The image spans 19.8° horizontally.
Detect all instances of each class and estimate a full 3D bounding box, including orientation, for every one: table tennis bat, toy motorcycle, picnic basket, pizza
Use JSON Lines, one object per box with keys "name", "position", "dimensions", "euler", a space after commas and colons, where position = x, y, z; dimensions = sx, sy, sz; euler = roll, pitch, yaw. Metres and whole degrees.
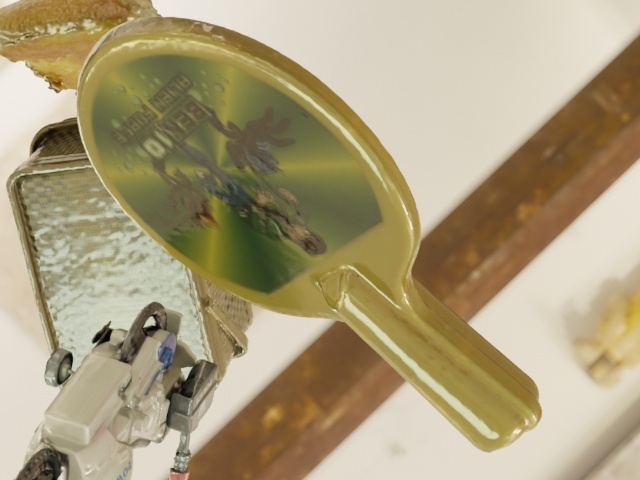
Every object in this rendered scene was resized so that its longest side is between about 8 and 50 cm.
{"name": "table tennis bat", "position": [0.000, 0.000, 0.993], "dimensions": [0.321, 0.050, 0.198], "euler": [43, 144, -14]}
{"name": "toy motorcycle", "position": [-0.142, 0.140, 1.153], "dimensions": [0.102, 0.221, 0.150], "euler": [16, 130, 16]}
{"name": "picnic basket", "position": [-0.171, 0.011, 1.693], "dimensions": [0.139, 0.165, 0.266], "euler": [-63, -36, -64]}
{"name": "pizza", "position": [-0.207, -0.186, 1.911], "dimensions": [0.297, 0.189, 0.071], "euler": [42, -137, -59]}
